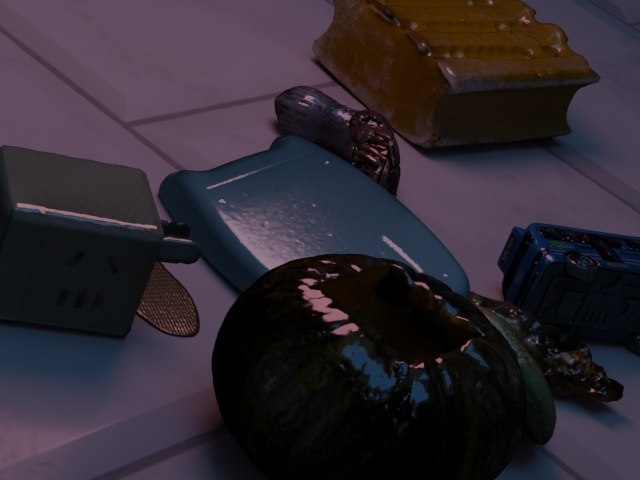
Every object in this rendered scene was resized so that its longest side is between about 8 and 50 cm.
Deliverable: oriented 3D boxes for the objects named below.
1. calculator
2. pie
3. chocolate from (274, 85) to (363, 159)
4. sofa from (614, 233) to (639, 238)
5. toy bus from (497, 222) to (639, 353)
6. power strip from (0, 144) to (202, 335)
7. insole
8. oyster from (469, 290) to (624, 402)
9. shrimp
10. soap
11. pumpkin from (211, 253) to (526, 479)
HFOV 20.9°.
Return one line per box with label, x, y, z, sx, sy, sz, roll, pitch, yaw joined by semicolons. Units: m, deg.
calculator;0.000;0.000;2.024;0.256;0.054;0.386;-21;49;-35
pie;0.198;0.137;1.879;0.041;0.187;0.187;-33;47;-6
chocolate;0.014;-0.156;2.334;0.167;0.072;0.072;26;28;2
sofa;0.449;0.051;2.296;0.147;0.060;0.085;33;16;31
toy bus;0.344;0.055;2.153;0.246;0.113;0.134;8;30;-26
power strip;-0.240;0.005;1.805;0.224;0.140;0.139;10;30;-23
insole;-0.202;0.028;1.931;0.086;0.005;0.253;3;34;-33
oyster;0.203;0.095;2.041;0.345;0.078;0.129;27;20;14
shrimp;0.067;-0.092;2.239;0.073;0.075;0.190;-1;62;-2
soap;0.204;-0.269;2.577;0.335;0.156;0.293;-9;44;-44
pumpkin;0.048;0.140;1.714;0.320;0.192;0.320;16;27;-8
